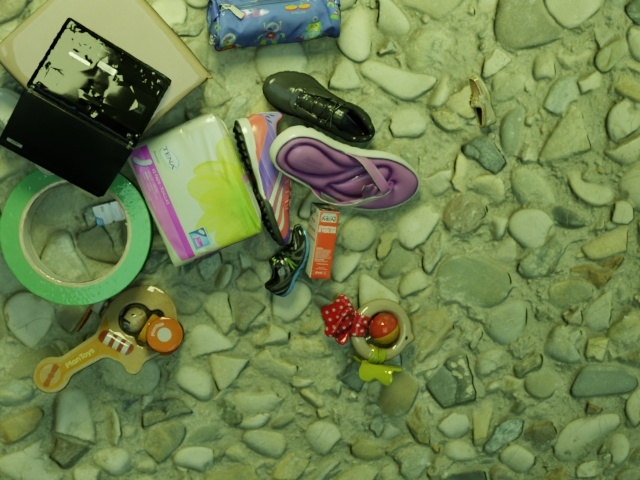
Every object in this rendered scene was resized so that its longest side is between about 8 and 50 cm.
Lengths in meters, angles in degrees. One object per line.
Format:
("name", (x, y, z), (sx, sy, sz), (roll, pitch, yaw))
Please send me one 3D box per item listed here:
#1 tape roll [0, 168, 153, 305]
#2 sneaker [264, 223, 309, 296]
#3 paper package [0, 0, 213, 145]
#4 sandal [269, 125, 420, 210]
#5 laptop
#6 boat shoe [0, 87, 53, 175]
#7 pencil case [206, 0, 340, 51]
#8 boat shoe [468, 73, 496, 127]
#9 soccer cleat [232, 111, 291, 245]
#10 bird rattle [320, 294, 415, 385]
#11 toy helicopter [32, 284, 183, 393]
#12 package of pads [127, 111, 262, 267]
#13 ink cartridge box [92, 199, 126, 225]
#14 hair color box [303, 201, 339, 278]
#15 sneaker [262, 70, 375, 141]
("tape roll", (-0.535, -0.017, 1.762), (0.321, 0.077, 0.321), (0, 91, -7))
("sneaker", (-0.082, 0.048, 1.929), (0.078, 0.067, 0.188), (17, 103, -23))
("paper package", (-0.453, -0.373, 1.676), (0.309, 0.168, 0.325), (-42, 111, 0))
("sandal", (0.063, -0.137, 1.844), (0.416, 0.102, 0.169), (14, 126, -32))
("laptop", (-0.474, -0.262, 1.609), (0.234, 0.136, 0.264), (30, 73, -19))
("boat shoe", (-0.621, -0.241, 1.683), (0.083, 0.076, 0.226), (-42, 87, -10))
("pencil case", (-0.102, -0.490, 1.746), (0.306, 0.133, 0.119), (-10, 78, -11))
("boat shoe", (0.388, -0.337, 1.943), (0.045, 0.050, 0.135), (-29, 109, -10))
("soccer cleat", (-0.106, -0.142, 1.856), (0.116, 0.108, 0.318), (-20, 107, -13))
("bird rattle", (0.128, 0.233, 2.027), (0.207, 0.143, 0.253), (-33, 97, -15))
("toy helicopter", (-0.504, 0.221, 1.837), (0.355, 0.140, 0.235), (-32, 87, -15))
("package of pads", (-0.276, -0.117, 1.793), (0.229, 0.101, 0.296), (-23, 100, 0))
("ink cartridge box", (-0.475, -0.068, 1.826), (0.083, 0.028, 0.048), (-15, 108, -8))
("hair color box", (0.000, 0.000, 1.922), (0.053, 0.093, 0.167), (4, 105, -15))
("sneaker", (0.005, -0.306, 1.821), (0.286, 0.130, 0.109), (20, 101, -16))
